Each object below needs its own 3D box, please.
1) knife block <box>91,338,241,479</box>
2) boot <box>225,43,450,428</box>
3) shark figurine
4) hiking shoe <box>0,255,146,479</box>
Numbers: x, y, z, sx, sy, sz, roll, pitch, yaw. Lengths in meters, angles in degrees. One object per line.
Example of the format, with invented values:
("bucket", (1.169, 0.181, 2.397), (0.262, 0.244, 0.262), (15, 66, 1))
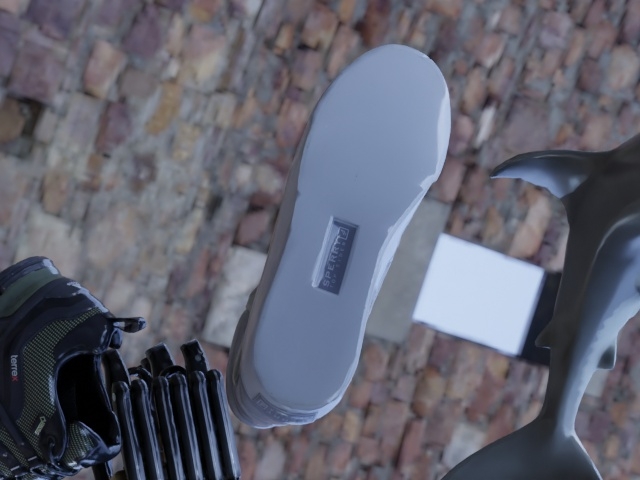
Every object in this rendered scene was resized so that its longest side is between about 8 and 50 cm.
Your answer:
("knife block", (-0.112, 0.218, 0.954), (0.242, 0.088, 0.275), (-140, -130, -58))
("boot", (0.000, 0.000, 0.871), (0.258, 0.095, 0.123), (-67, -169, -19))
("shark figurine", (0.131, 0.009, 0.675), (0.166, 0.116, 0.278), (-81, -169, -50))
("hiking shoe", (-0.191, 0.130, 0.857), (0.114, 0.086, 0.227), (27, -73, 22))
